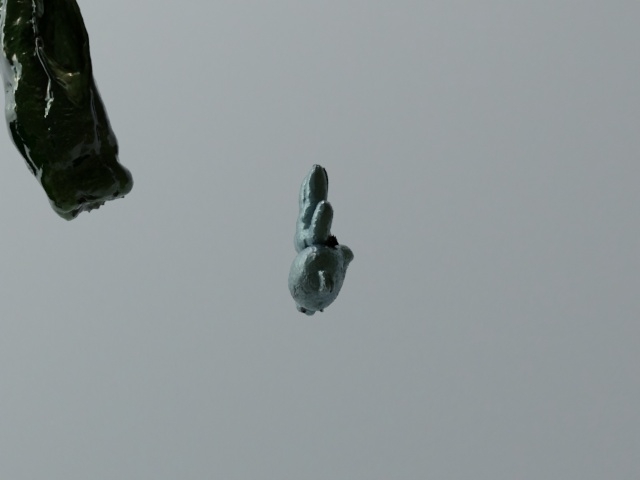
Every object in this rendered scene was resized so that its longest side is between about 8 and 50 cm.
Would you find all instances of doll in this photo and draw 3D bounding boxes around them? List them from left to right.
[{"bbox_3d":[0.005,0.002,1.298,0.075,0.120,0.179,11,-111,-8],"label":"doll"}]

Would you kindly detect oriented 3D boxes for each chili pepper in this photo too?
[{"bbox_3d":[-0.142,-0.094,0.538,0.050,0.073,0.182,-17,-123,-14],"label":"chili pepper"}]
